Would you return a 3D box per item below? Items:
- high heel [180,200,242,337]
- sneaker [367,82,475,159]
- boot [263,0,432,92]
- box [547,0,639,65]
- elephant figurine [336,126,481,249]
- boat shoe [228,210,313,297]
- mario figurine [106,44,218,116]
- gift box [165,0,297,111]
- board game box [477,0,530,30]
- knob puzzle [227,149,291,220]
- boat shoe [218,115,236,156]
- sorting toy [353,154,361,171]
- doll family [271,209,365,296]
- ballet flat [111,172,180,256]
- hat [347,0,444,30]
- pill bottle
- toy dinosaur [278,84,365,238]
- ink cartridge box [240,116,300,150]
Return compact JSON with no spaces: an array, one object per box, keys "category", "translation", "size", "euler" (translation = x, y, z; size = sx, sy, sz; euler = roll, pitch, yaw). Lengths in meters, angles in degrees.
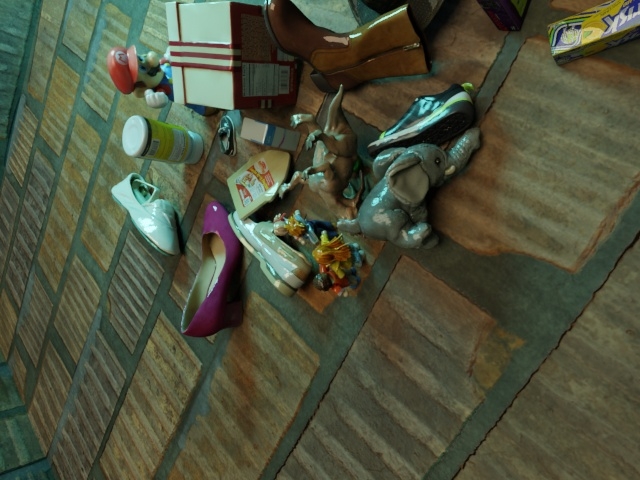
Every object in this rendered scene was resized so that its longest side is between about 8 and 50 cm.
[{"category":"high heel","translation":[-0.313,0.069,1.149],"size":[0.127,0.181,0.378],"euler":[-19,78,35]},{"category":"sneaker","translation":[0.202,-0.236,0.848],"size":[0.234,0.084,0.097],"euler":[-20,57,32]},{"category":"boot","translation":[0.052,-0.407,0.834],"size":[0.280,0.264,0.096],"euler":[7,61,43]},{"category":"box","translation":[0.457,-0.338,0.654],"size":[0.168,0.059,0.054],"euler":[-11,85,37]},{"category":"elephant figurine","translation":[0.171,-0.114,0.802],"size":[0.169,0.185,0.240],"euler":[24,109,41]},{"category":"boat shoe","translation":[-0.125,0.007,1.067],"size":[0.103,0.113,0.302],"euler":[-45,60,4]},{"category":"mario figurine","translation":[-0.416,-0.450,1.149],"size":[0.198,0.320,0.170],"euler":[36,111,31]},{"category":"gift box","translation":[-0.212,-0.448,1.049],"size":[0.258,0.276,0.256],"euler":[19,114,32]},{"category":"board game box","translation":[0.332,-0.553,0.661],"size":[0.056,0.208,0.347],"euler":[25,103,34]},{"category":"knob puzzle","translation":[-0.151,-0.161,1.103],"size":[0.213,0.030,0.213],"euler":[-17,55,26]},{"category":"boat shoe","translation":[-0.277,-0.307,1.218],"size":[0.046,0.038,0.126],"euler":[-14,81,36]},{"category":"sorting toy","translation":[0.051,-0.193,0.970],"size":[0.101,0.042,0.061],"euler":[-1,124,28]},{"category":"doll family","translation":[0.000,0.000,0.926],"size":[0.263,0.163,0.118],"euler":[50,117,27]},{"category":"ballet flat","translation":[-0.568,-0.106,1.391],"size":[0.400,0.139,0.139],"euler":[40,112,31]},{"category":"hat","translation":[0.100,-0.546,0.804],"size":[0.331,0.133,0.332],"euler":[31,130,46]},{"category":"pill bottle","translation":[-0.467,-0.293,1.254],"size":[0.119,0.208,0.119],"euler":[0,89,36]},{"category":"toy dinosaur","translation":[0.037,-0.164,0.884],"size":[0.127,0.200,0.296],"euler":[32,116,56]},{"category":"ink cartridge box","translation":[-0.124,-0.266,1.051],"size":[0.088,0.122,0.052],"euler":[26,108,35]}]
